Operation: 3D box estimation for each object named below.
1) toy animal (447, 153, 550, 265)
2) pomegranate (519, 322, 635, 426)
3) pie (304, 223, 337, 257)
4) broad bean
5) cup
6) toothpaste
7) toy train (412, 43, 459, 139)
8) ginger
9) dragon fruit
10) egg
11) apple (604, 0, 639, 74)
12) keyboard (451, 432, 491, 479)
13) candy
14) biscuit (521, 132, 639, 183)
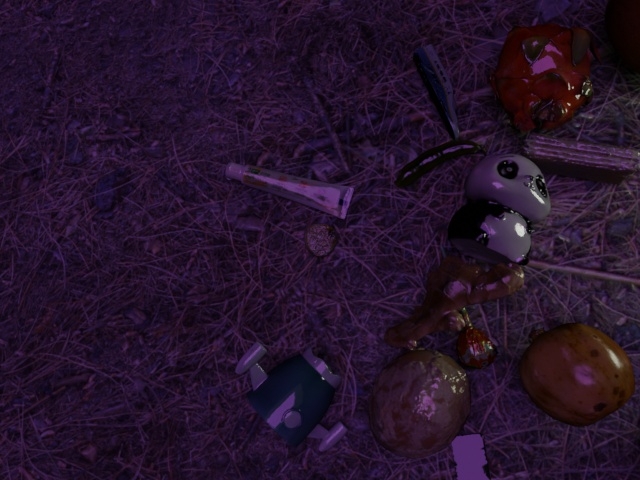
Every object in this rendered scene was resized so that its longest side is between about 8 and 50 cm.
[{"bbox_3d":[0.386,-0.072,1.189,0.187,0.165,0.235,25,88,-16],"label":"toy animal"},{"bbox_3d":[0.508,0.256,1.108,0.215,0.215,0.215,-1,82,10],"label":"pomegranate"},{"bbox_3d":[0.000,0.000,1.324,0.085,0.017,0.085,-1,82,8],"label":"pie"},{"bbox_3d":[0.275,-0.186,1.291,0.227,0.039,0.069,-19,85,6],"label":"broad bean"},{"bbox_3d":[-0.047,0.332,1.219,0.173,0.167,0.299,-46,104,-8],"label":"cup"},{"bbox_3d":[-0.079,-0.133,1.341,0.314,0.058,0.056,17,42,8],"label":"toothpaste"},{"bbox_3d":[0.287,-0.348,1.305,0.051,0.052,0.234,-23,79,1],"label":"toy train"},{"bbox_3d":[0.267,0.131,1.184,0.334,0.081,0.148,-43,74,17],"label":"ginger"},{"bbox_3d":[0.480,-0.347,1.190,0.224,0.224,0.227,-10,80,9],"label":"dragon fruit"},{"bbox_3d":[0.203,0.339,1.151,0.203,0.203,0.245,41,108,13],"label":"egg"},{"bbox_3d":[0.758,-0.483,1.100,0.339,0.339,0.339,-1,82,10],"label":"apple"},{"bbox_3d":[0.331,0.521,1.196,0.074,0.015,0.196,-9,80,13],"label":"keyboard"},{"bbox_3d":[0.316,0.144,1.231,0.084,0.078,0.287,-17,72,11],"label":"candy"},{"bbox_3d":[0.556,-0.179,1.204,0.239,0.108,0.062,11,82,11],"label":"biscuit"}]
